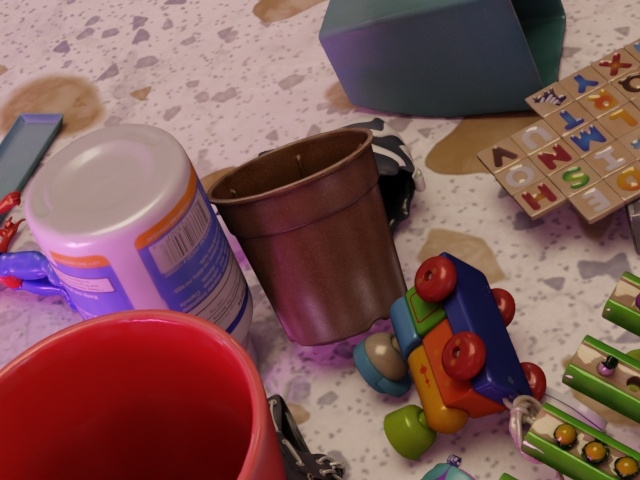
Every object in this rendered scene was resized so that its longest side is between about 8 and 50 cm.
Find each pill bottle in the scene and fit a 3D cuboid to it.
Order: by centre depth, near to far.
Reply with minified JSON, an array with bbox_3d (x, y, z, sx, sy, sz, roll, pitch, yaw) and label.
[{"bbox_3d":[-0.151,0.038,1.323,0.152,0.272,0.152,-11,44,11],"label":"pill bottle"}]

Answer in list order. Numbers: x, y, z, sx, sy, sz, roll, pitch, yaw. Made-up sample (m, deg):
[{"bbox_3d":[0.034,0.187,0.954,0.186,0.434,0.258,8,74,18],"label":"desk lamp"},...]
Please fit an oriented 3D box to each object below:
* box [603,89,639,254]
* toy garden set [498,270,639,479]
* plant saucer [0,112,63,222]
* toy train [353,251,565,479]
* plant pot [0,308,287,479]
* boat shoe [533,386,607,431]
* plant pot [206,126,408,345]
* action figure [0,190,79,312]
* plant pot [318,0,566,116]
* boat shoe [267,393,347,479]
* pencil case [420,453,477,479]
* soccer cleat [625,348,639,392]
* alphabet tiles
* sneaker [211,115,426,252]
[{"bbox_3d":[0.404,-0.088,1.390,0.231,0.056,0.183,-12,43,11],"label":"box"},{"bbox_3d":[0.271,0.159,1.103,0.204,0.049,0.244,28,69,17],"label":"toy garden set"},{"bbox_3d":[-0.375,-0.084,1.727,0.067,0.018,0.192,3,47,25],"label":"plant saucer"},{"bbox_3d":[0.114,0.144,1.234,0.143,0.105,0.248,-41,44,25],"label":"toy train"},{"bbox_3d":[-0.137,0.234,1.138,0.275,0.243,0.275,-11,43,10],"label":"plant pot"},{"bbox_3d":[0.202,0.150,1.247,0.100,0.035,0.035,25,79,37],"label":"boat shoe"},{"bbox_3d":[0.000,0.000,1.356,0.167,0.165,0.167,-20,16,6],"label":"plant pot"},{"bbox_3d":[-0.310,0.005,1.557,0.280,0.091,0.139,3,54,23],"label":"action figure"},{"bbox_3d":[0.129,-0.239,1.582,0.234,0.165,0.165,-8,44,24],"label":"plant pot"},{"bbox_3d":[-0.012,0.200,1.249,0.065,0.075,0.206,-37,40,-12],"label":"boat shoe"},{"bbox_3d":[0.079,0.250,1.167,0.151,0.064,0.070,-46,22,-24],"label":"pencil case"},{"bbox_3d":[0.325,0.138,1.193,0.072,0.060,0.179,-25,40,-23],"label":"soccer cleat"},{"bbox_3d":[0.283,-0.108,1.413,0.237,0.009,0.198,-28,42,-5],"label":"alphabet tiles"},{"bbox_3d":[0.003,-0.034,1.466,0.235,0.094,0.153,-22,33,-15],"label":"sneaker"}]
